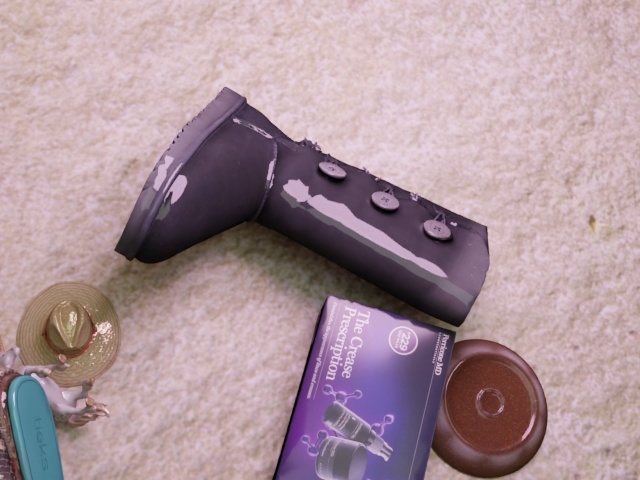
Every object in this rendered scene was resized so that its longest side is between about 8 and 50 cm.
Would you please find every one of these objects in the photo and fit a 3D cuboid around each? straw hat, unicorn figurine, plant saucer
[{"bbox_3d":[-0.325,0.113,1.250,0.144,0.061,0.144,5,69,-13],"label":"straw hat"},{"bbox_3d":[-0.345,0.178,1.203,0.162,0.111,0.060,57,36,-10],"label":"unicorn figurine"},{"bbox_3d":[0.235,0.231,1.358,0.198,0.036,0.199,5,69,-12],"label":"plant saucer"}]

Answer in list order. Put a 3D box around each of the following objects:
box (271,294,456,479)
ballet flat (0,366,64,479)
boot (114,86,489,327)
[{"bbox_3d":[0.057,0.227,1.271,0.184,0.103,0.261,17,67,-2],"label":"box"},{"bbox_3d":[-0.341,0.390,1.100,0.182,0.164,0.483,-23,81,6],"label":"ballet flat"},{"bbox_3d":[0.001,-0.001,1.271,0.445,0.146,0.367,31,39,-3],"label":"boot"}]
